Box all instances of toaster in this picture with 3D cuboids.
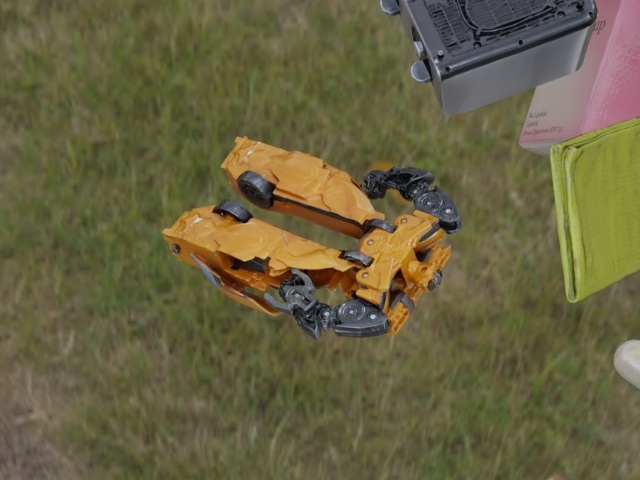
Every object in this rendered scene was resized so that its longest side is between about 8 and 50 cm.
[{"bbox_3d":[0.153,-0.225,1.610,0.186,0.110,0.168,-21,69,-6],"label":"toaster"}]

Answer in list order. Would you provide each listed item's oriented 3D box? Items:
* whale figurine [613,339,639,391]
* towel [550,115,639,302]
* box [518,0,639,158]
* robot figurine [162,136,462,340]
[{"bbox_3d":[0.379,0.103,1.650,0.216,0.141,0.272,-13,57,2],"label":"whale figurine"},{"bbox_3d":[0.211,-0.029,1.189,0.021,0.237,0.102,-5,97,30],"label":"towel"},{"bbox_3d":[0.335,-0.193,1.968,0.127,0.148,0.232,21,82,-20],"label":"box"},{"bbox_3d":[0.000,0.000,1.760,0.291,0.085,0.211,22,63,31],"label":"robot figurine"}]
